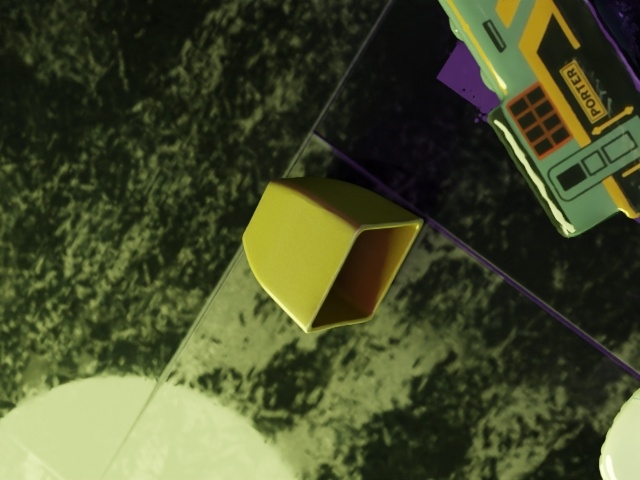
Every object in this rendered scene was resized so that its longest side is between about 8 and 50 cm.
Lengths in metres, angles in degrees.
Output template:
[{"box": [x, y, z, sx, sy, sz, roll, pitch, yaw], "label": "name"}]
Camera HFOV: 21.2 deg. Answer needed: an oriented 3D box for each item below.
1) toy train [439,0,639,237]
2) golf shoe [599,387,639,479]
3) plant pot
[{"box": [0.148, -0.162, 0.981, 0.190, 0.142, 0.334, -35, 85, 35], "label": "toy train"}, {"box": [0.230, 0.104, 1.018, 0.176, 0.086, 0.069, -42, 84, 26], "label": "golf shoe"}, {"box": [0.000, 0.000, 1.105, 0.083, 0.081, 0.081, 38, 113, 26], "label": "plant pot"}]
